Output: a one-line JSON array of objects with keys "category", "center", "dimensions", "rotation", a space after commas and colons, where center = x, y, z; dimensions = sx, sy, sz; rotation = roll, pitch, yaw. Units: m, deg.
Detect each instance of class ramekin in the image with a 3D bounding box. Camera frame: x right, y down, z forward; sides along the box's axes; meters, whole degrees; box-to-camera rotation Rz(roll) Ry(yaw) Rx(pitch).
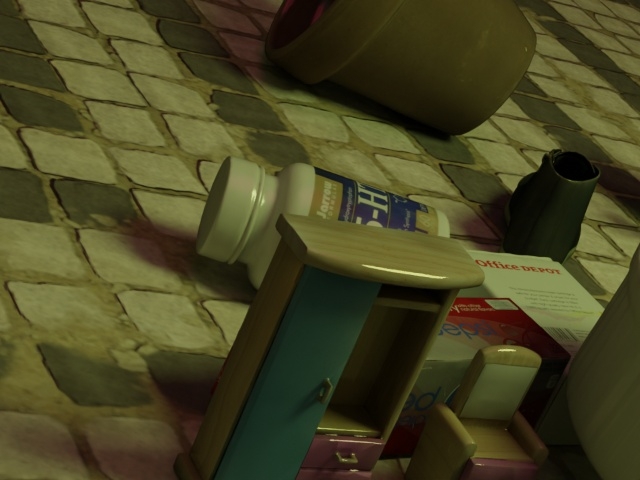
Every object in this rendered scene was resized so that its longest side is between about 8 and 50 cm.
[{"category": "ramekin", "center": [0.316, 0.124, 1.269], "dimensions": [0.277, 0.135, 0.277], "rotation": [23, 32, -16]}]

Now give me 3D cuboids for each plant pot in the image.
[{"category": "plant pot", "center": [0.103, -0.237, 1.880], "dimensions": [0.229, 0.263, 0.263], "rotation": [36, 19, -18]}]

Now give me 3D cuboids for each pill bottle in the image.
[{"category": "pill bottle", "center": [0.000, 0.000, 1.398], "dimensions": [0.186, 0.112, 0.112], "rotation": [18, 24, -12]}]

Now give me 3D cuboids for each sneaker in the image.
[{"category": "sneaker", "center": [0.239, -0.046, 1.709], "dimensions": [0.083, 0.118, 0.222], "rotation": [24, 23, 0]}]

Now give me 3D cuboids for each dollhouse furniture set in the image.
[{"category": "dollhouse furniture set", "center": [0.095, 0.159, 1.042], "dimensions": [0.286, 0.198, 0.303], "rotation": [8, 29, -32]}]

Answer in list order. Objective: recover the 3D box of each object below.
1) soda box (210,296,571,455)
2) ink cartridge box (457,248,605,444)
[{"category": "soda box", "center": [0.056, 0.099, 1.264], "dimensions": [0.263, 0.092, 0.083], "rotation": [3, 32, -40]}, {"category": "ink cartridge box", "center": [0.187, 0.089, 1.432], "dimensions": [0.127, 0.072, 0.175], "rotation": [6, 30, -36]}]
